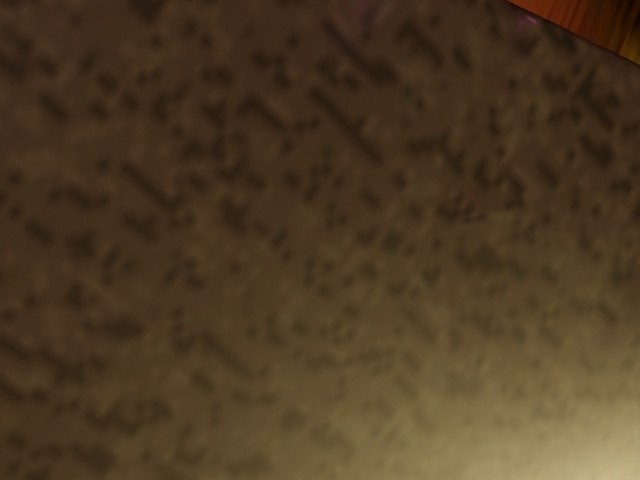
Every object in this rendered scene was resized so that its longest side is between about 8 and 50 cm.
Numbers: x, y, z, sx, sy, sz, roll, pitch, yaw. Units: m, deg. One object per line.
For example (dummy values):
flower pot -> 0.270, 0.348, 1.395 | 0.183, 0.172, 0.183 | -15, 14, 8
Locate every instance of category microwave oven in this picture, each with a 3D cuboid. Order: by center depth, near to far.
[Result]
microwave oven -> -0.117, 0.103, 0.501 | 0.374, 0.236, 0.432 | 17, 98, -42
